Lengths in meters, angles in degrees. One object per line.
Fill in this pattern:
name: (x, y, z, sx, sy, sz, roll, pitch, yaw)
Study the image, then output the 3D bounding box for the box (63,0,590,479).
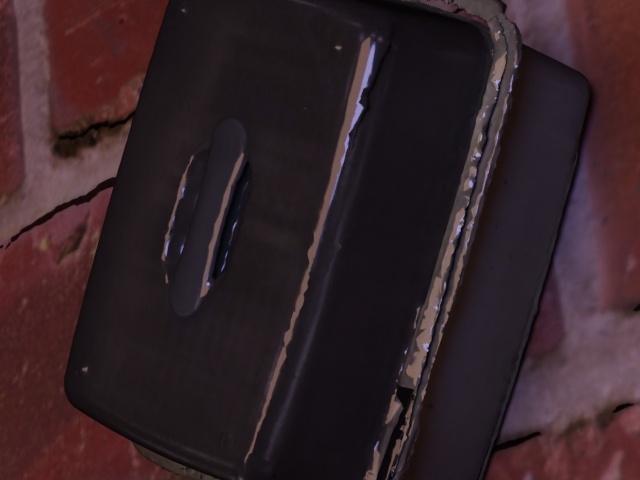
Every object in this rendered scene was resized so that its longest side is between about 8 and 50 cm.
box: (0.000, 0.000, 1.022, 0.220, 0.166, 0.291, 18, 94, 45)
